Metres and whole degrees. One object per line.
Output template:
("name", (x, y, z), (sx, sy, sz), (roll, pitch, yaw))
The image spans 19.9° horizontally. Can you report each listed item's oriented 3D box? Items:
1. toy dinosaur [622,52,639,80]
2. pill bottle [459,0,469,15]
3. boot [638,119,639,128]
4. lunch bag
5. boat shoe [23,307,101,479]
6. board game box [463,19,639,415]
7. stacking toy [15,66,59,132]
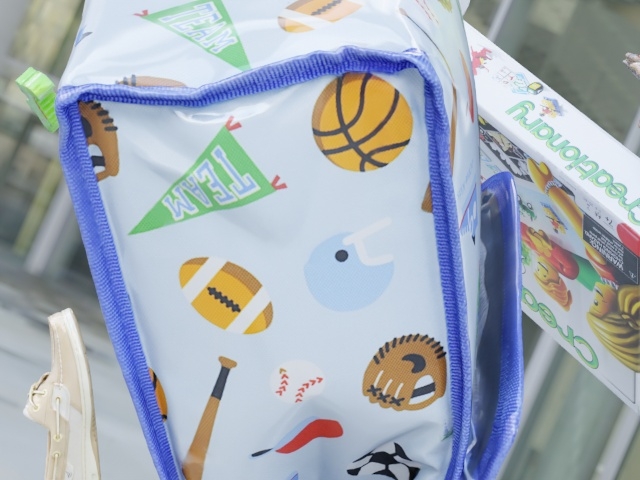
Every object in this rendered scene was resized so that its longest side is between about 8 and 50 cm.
("toy dinosaur", (0.301, -0.191, 1.274), (0.127, 0.296, 0.200), (13, -55, 63))
("pill bottle", (0.026, -0.294, 1.621), (0.152, 0.152, 0.272), (25, 31, -51))
("boot", (0.499, -0.077, 2.125), (0.280, 0.096, 0.264), (20, -8, -3))
("lunch bag", (0.000, 0.000, 1.088), (0.239, 0.385, 0.328), (-5, 30, 6))
("boat shoe", (-0.219, 0.143, 1.531), (0.059, 0.170, 0.063), (-7, 5, -10))
("board game box", (0.145, -0.034, 1.312), (0.305, 0.053, 0.193), (44, -23, 37))
("stacking toy", (-0.268, -0.089, 1.271), (0.052, 0.167, 0.221), (35, -17, 31))
